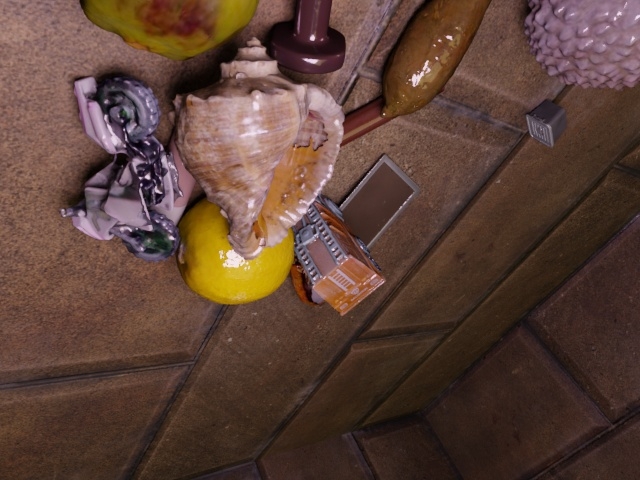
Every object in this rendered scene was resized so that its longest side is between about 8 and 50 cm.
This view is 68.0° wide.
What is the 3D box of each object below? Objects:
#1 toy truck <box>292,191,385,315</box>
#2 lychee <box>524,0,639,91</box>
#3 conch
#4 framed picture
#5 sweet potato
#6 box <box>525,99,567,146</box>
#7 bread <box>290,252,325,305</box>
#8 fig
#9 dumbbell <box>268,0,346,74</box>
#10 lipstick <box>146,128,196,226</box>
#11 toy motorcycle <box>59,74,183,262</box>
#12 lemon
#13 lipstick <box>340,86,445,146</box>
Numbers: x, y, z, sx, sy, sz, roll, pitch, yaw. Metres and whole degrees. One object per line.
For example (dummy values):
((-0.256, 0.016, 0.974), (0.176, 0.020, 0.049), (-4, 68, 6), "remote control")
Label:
((0.000, 0.000, 1.047), (0.136, 0.305, 0.162), (-40, 137, 10), "toy truck")
((0.593, -0.479, 0.870), (0.381, 0.379, 0.432), (-1, 153, -36), "lychee")
((-0.107, -0.154, 0.790), (0.297, 0.210, 0.352), (-20, 146, -38), "conch")
((0.121, -0.070, 1.260), (0.296, 0.019, 0.232), (-49, 143, 9), "framed picture")
((0.238, -0.409, 0.878), (0.131, 0.130, 0.422), (6, 127, -41), "sweet potato")
((0.628, -0.325, 1.314), (0.069, 0.084, 0.122), (-47, 144, 4), "box")
((-0.030, 0.079, 1.308), (0.139, 0.095, 0.268), (-39, 131, -12), "bread")
((-0.172, -0.358, 0.562), (0.240, 0.240, 0.270), (23, 89, -50), "fig")
((-0.007, -0.379, 0.717), (0.124, 0.140, 0.225), (8, 135, -4), "dumbbell")
((-0.275, -0.111, 0.900), (0.070, 0.070, 0.254), (3, 132, -40), "lipstick")
((-0.340, -0.108, 0.787), (0.188, 0.143, 0.326), (7, 123, 8), "toy motorcycle")
((-0.188, 0.014, 0.965), (0.219, 0.240, 0.240), (-3, 136, -46), "lemon")
((0.099, -0.259, 1.013), (0.357, 0.057, 0.057), (-28, 145, -3), "lipstick")
